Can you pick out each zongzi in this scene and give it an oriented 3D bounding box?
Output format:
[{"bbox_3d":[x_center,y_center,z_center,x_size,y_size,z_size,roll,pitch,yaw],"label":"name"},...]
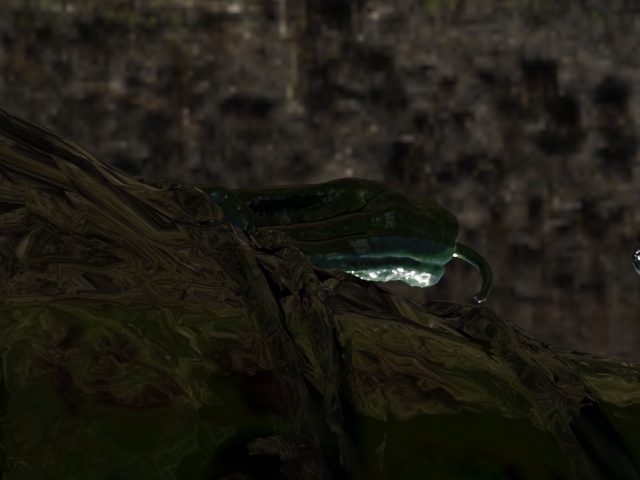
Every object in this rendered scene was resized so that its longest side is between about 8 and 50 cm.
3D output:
[{"bbox_3d":[-0.083,0.056,0.421,0.383,0.362,0.319,8,141,-41],"label":"zongzi"}]

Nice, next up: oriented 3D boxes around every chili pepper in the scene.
[{"bbox_3d":[0.003,-0.004,1.172,0.257,0.074,0.100,1,-169,-37],"label":"chili pepper"}]

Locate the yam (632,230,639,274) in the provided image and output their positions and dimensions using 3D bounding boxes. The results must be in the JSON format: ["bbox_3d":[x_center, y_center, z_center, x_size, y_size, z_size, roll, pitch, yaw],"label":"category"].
[{"bbox_3d":[0.184,0.006,0.957,0.033,0.027,0.129,-9,-177,17],"label":"yam"}]
